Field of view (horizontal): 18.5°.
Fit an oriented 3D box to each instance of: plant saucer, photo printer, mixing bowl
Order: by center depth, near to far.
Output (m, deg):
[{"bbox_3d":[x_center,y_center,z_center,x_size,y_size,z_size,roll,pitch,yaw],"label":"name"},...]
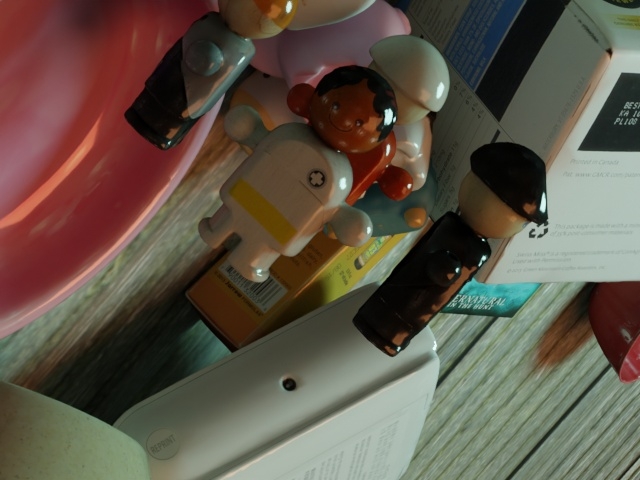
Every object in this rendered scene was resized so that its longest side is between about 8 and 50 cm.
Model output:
[{"bbox_3d":[-0.200,-0.070,1.193,0.332,0.084,0.332,-37,155,-21],"label":"plant saucer"},{"bbox_3d":[-0.061,0.184,1.619,0.307,0.107,0.256,-27,155,-22],"label":"photo printer"},{"bbox_3d":[0.389,0.074,2.368,0.181,0.098,0.181,-38,155,-22],"label":"mixing bowl"}]

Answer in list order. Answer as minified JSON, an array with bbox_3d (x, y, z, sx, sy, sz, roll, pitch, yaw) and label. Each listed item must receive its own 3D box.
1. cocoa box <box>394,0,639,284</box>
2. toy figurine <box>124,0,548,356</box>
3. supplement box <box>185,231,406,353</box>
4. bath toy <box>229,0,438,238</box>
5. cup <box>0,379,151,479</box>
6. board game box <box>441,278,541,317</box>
[{"bbox_3d":[0.244,-0.123,1.572,0.347,0.228,0.231,-1,131,-36],"label":"cocoa box"},{"bbox_3d":[0.011,-0.059,1.176,0.209,0.213,0.148,30,108,-40],"label":"toy figurine"},{"bbox_3d":[0.000,0.000,1.639,0.233,0.080,0.078,-42,157,-8],"label":"supplement box"},{"bbox_3d":[0.001,-0.138,1.372,0.151,0.129,0.348,-3,147,6],"label":"bath toy"},{"bbox_3d":[-0.240,0.226,1.359,0.331,0.331,0.237,59,50,-65],"label":"cup"},{"bbox_3d":[0.169,0.024,1.961,0.186,0.026,0.126,5,133,-48],"label":"board game box"}]
